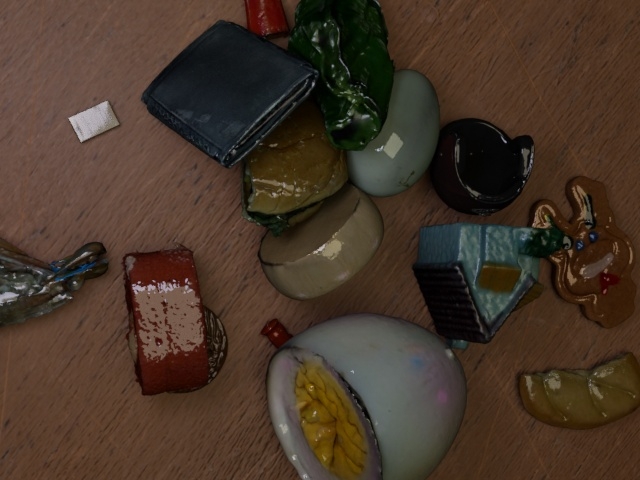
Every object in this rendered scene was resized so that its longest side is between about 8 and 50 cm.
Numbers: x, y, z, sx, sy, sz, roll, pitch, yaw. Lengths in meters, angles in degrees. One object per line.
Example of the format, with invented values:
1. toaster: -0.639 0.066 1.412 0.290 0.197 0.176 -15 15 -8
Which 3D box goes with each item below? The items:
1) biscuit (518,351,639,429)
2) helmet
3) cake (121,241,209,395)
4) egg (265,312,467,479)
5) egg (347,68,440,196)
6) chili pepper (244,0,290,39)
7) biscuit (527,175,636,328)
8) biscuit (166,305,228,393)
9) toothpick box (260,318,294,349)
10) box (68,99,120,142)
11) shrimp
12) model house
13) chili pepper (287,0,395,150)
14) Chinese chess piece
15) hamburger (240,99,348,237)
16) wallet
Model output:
1. biscuit: 0.576 0.339 2.007 0.299 0.045 0.154 -9 98 -11
2. helmet: 0.313 -0.148 1.828 0.189 0.193 0.216 1 52 -13
3. cake: -0.289 0.146 1.700 0.150 0.177 0.283 -5 90 -9
4. egg: 0.120 0.298 1.764 0.339 0.354 0.355 -21 100 -34
5. egg: 0.141 -0.210 1.791 0.182 0.183 0.264 26 80 -14
6. chili pepper: -0.121 -0.472 1.777 0.088 0.065 0.169 -19 94 -27
7. biscuit: 0.581 0.034 1.981 0.202 0.047 0.334 -29 101 -9
8. biscuit: -0.275 0.211 1.811 0.187 0.027 0.188 -1 95 -13
9. toothpick box: -0.079 0.198 1.845 0.047 0.047 0.083 -43 102 -6
10. box: -0.429 -0.226 1.742 0.083 0.024 0.053 -26 99 -8
11. shrimp: -0.616 0.062 1.693 0.445 0.110 0.221 -8 88 -8
12. model house: 0.326 0.098 1.808 0.229 0.280 0.249 3 88 -12
13. chili pepper: 0.030 -0.326 1.686 0.167 0.385 0.213 -36 125 28
14. Chinese chess piece: 0.000 0.000 1.742 0.249 0.250 0.103 -41 115 -7
15. hamburger: -0.053 -0.158 1.718 0.211 0.132 0.309 -1 55 -10
16. wallet: -0.166 -0.269 1.659 0.237 0.342 0.075 -47 134 -6
